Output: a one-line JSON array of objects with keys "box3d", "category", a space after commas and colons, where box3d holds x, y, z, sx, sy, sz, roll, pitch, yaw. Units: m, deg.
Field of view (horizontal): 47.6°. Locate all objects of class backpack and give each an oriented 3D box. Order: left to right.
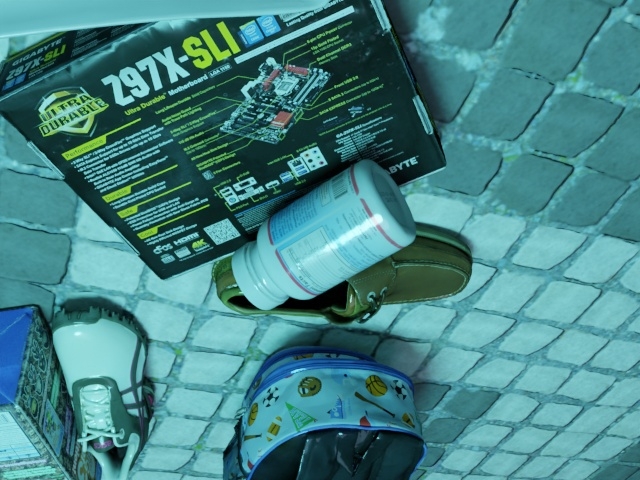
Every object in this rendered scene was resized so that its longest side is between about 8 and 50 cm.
[{"box3d": [0.011, 0.258, 0.953, 0.276, 0.213, 0.263, 5, 143, -22], "category": "backpack"}]

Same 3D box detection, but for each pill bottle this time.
[{"box3d": [0.000, 0.000, 0.666, 0.160, 0.087, 0.087, -30, 132, 21], "category": "pill bottle"}]

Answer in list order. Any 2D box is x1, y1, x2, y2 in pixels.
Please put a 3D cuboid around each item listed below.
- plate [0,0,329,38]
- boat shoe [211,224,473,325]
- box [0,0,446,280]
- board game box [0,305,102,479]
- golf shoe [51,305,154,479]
[{"box3d": [-0.133, -0.273, 0.438, 0.277, 0.045, 0.278, -10, 116, -14], "category": "plate"}, {"box3d": [0.032, 0.049, 0.814, 0.307, 0.104, 0.111, 2, 135, -12], "category": "boat shoe"}, {"box3d": [-0.076, -0.113, 0.655, 0.322, 0.079, 0.257, -22, 133, 13], "category": "box"}, {"box3d": [-0.427, 0.238, 0.907, 0.232, 0.141, 0.291, -7, 136, -2], "category": "board game box"}, {"box3d": [-0.264, 0.193, 0.906, 0.105, 0.120, 0.273, -6, 134, 0], "category": "golf shoe"}]
